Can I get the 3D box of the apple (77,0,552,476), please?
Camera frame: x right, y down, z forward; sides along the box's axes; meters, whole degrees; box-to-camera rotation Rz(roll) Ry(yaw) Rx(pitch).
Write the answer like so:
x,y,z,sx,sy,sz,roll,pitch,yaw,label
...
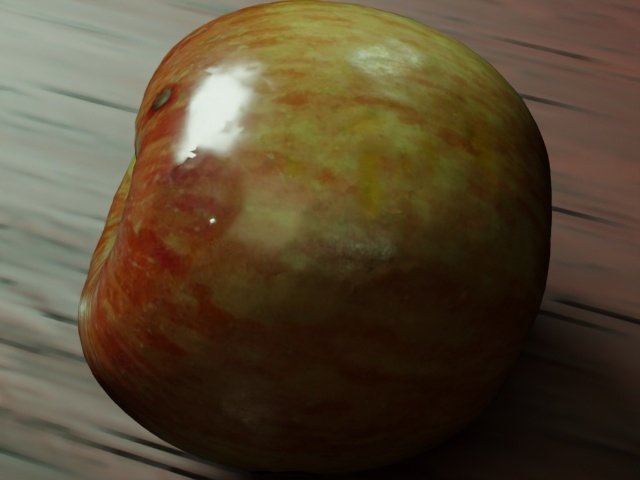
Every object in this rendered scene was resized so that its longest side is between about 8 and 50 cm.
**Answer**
x,y,z,sx,sy,sz,roll,pitch,yaw,label
0.000,0.000,0.480,0.130,0.146,0.146,16,64,-13,apple
